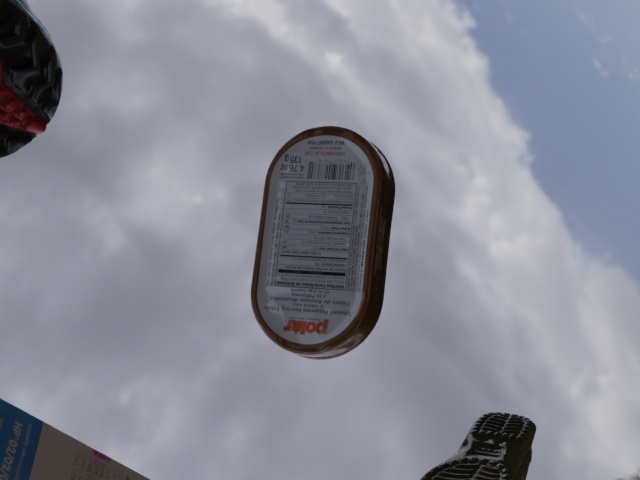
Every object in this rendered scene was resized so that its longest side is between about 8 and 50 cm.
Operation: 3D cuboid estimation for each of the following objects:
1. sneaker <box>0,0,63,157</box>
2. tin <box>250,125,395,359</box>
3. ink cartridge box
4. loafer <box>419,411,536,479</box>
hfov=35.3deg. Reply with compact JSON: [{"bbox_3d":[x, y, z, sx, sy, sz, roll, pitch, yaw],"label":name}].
[{"bbox_3d":[-0.223,-0.140,0.411,0.262,0.104,0.125,50,-177,-39],"label":"sneaker"},{"bbox_3d":[0.000,0.000,0.809,0.040,0.106,0.189,26,-112,-64],"label":"tin"},{"bbox_3d":[-0.151,0.176,0.585,0.181,0.104,0.061,37,-149,-28],"label":"ink cartridge box"},{"bbox_3d":[0.101,0.159,0.629,0.148,0.056,0.050,-29,-63,-52],"label":"loafer"}]
